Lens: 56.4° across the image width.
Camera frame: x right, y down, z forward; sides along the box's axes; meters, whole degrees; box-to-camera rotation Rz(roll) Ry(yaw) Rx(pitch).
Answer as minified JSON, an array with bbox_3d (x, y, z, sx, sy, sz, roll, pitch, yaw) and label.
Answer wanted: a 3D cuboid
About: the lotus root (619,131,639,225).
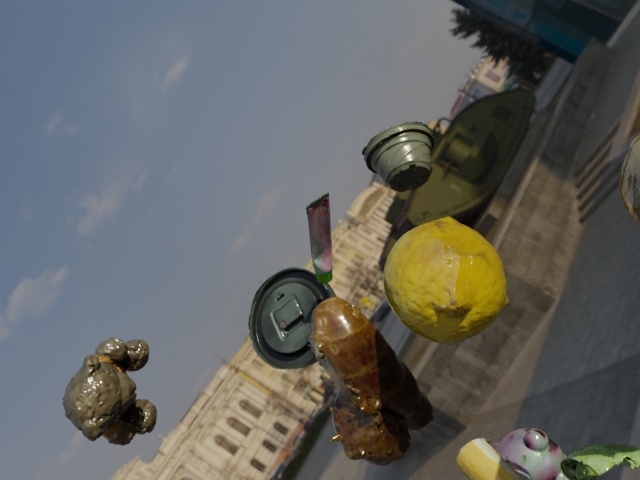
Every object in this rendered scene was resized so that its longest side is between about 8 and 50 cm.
[{"bbox_3d":[0.420,-0.063,0.668,0.146,0.160,0.284,-31,5,32],"label":"lotus root"}]

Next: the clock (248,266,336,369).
[{"bbox_3d":[-0.086,0.248,1.891,0.067,0.325,0.325,26,-84,-53],"label":"clock"}]

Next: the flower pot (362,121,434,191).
[{"bbox_3d":[0.259,-0.242,1.845,0.235,0.235,0.141,111,149,-53],"label":"flower pot"}]

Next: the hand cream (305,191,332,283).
[{"bbox_3d":[0.001,0.001,1.650,0.079,0.050,0.275,-64,-25,-50],"label":"hand cream"}]

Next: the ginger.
[{"bbox_3d":[0.087,0.326,1.327,0.254,0.418,0.176,-42,22,-26],"label":"ginger"}]

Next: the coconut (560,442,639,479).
[{"bbox_3d":[0.403,0.310,0.824,0.158,0.133,0.055,-18,52,45],"label":"coconut"}]

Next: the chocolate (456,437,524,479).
[{"bbox_3d":[0.344,0.462,1.094,0.086,0.085,0.219,-60,35,9],"label":"chocolate"}]

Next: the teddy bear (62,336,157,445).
[{"bbox_3d":[-0.352,0.249,0.974,0.190,0.140,0.177,116,146,-78],"label":"teddy bear"}]

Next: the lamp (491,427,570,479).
[{"bbox_3d":[0.642,0.717,1.766,0.247,0.301,0.247,-32,-12,-32],"label":"lamp"}]

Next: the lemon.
[{"bbox_3d":[0.234,0.077,1.139,0.233,0.233,0.288,-61,6,12],"label":"lemon"}]
